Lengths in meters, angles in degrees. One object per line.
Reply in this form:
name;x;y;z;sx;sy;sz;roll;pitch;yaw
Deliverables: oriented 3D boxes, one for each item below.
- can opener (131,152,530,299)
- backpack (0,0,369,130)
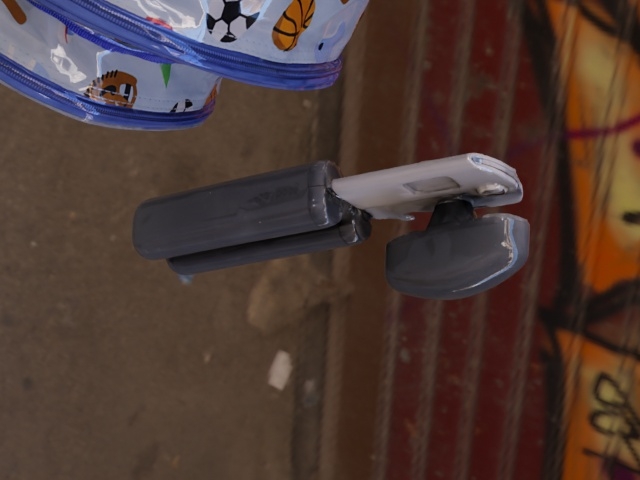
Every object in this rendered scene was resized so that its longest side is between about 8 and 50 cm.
can opener;0.000;0.000;0.802;0.076;0.283;0.095;30;55;-53
backpack;-0.094;-0.171;0.602;0.276;0.263;0.213;-20;134;-58
